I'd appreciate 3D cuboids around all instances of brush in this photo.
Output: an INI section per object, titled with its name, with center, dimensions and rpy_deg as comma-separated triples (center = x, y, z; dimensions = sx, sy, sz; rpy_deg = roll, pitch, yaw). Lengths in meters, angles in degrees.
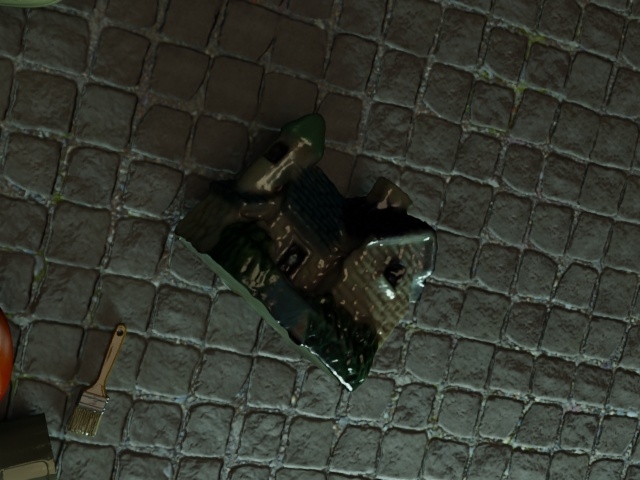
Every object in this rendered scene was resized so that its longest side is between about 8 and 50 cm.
[brush]
center = -0.312, 0.197, 1.327
dimensions = 0.043, 0.014, 0.170
rpy_deg = 21, 89, -21

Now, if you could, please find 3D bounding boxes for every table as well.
[table]
center = -0.464, 0.310, 1.227
dimensions = 0.219, 0.126, 0.127
rpy_deg = -10, 102, -19

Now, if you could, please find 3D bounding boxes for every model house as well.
[model house]
center = -0.001, 0.000, 1.297
dimensions = 0.284, 0.243, 0.298
rpy_deg = -50, 123, -12

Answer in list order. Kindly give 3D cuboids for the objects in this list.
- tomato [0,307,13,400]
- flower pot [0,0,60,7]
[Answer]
[tomato]
center = -0.519, 0.138, 1.112
dimensions = 0.298, 0.299, 0.226
rpy_deg = -21, 64, -16
[flower pot]
center = -0.435, -0.341, 1.048
dimensions = 0.307, 0.307, 0.244
rpy_deg = 36, 93, -22
